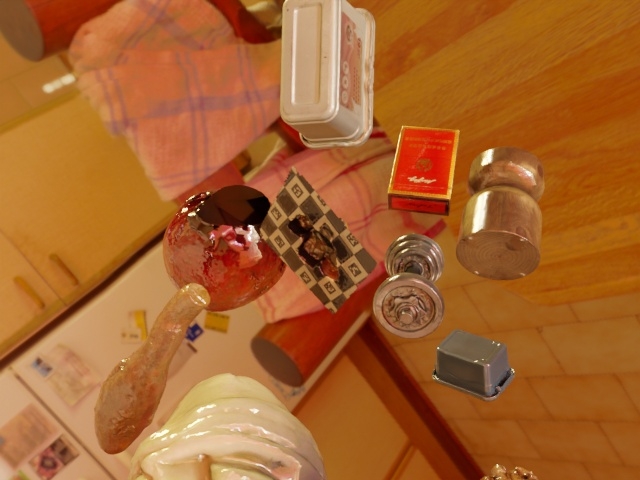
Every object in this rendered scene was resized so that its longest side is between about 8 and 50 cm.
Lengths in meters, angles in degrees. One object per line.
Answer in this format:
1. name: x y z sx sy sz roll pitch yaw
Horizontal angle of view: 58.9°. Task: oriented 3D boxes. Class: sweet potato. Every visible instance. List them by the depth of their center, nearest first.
1. sweet potato: -0.314 0.239 1.001 0.109 0.109 0.385 35 109 13

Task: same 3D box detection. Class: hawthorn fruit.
1. hawthorn fruit: -0.219 0.012 1.302 0.316 0.316 0.316 25 139 24

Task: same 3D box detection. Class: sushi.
1. sushi: 0.000 0.000 0.962 0.210 0.040 0.193 48 139 11

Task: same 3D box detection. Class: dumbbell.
1. dumbbell: 0.246 0.113 1.529 0.179 0.406 0.179 5 113 11

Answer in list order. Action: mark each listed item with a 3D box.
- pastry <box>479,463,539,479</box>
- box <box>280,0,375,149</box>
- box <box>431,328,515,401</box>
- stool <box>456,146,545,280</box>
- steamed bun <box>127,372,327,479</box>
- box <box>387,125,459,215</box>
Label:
1. pastry: 0.318 0.632 1.081 0.292 0.405 0.337 47 164 -18
2. box: 0.006 -0.364 1.206 0.175 0.182 0.312 1 89 23
3. box: 0.203 0.163 0.763 0.099 0.074 0.054 13 124 42
4. stool: 0.418 -0.063 1.305 0.179 0.264 0.179 12 144 9
5. steamed bun: -0.090 0.328 0.650 0.206 0.275 0.320 -8 93 26
6. box: 0.259 -0.178 1.415 0.153 0.240 0.074 9 145 10
